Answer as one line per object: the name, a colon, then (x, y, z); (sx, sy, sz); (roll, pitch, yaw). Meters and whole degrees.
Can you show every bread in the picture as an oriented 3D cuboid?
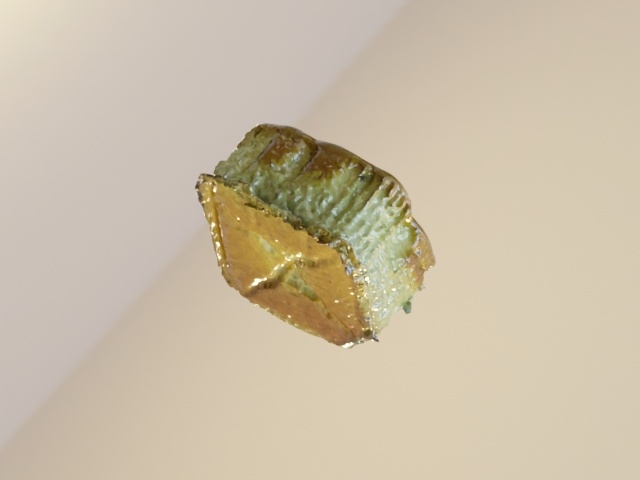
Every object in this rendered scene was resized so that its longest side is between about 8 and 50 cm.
bread: (0.000, 0.000, 1.079); (0.128, 0.140, 0.069); (27, -117, 29)
